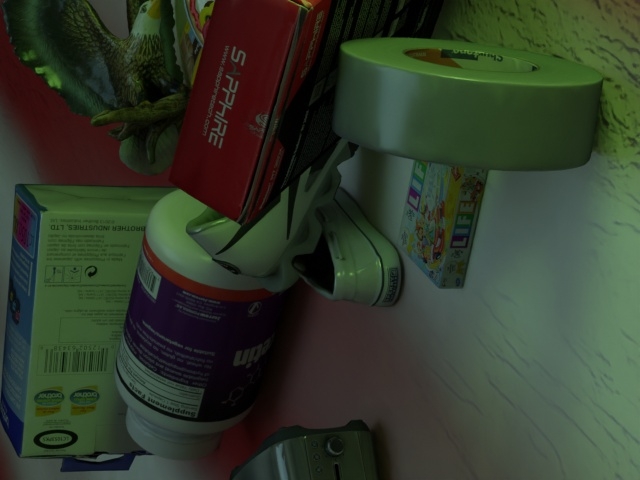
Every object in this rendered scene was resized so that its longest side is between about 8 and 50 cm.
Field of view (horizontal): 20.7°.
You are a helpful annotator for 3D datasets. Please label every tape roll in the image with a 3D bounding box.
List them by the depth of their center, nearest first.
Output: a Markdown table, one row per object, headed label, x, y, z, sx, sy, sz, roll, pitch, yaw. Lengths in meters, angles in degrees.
| label | x | y | z | sx | sy | sz | roll | pitch | yaw |
| --- | --- | --- | --- | --- | --- | --- | --- | --- | --- |
| tape roll | 0.120 | -0.116 | 1.453 | 0.219 | 0.219 | 0.072 | -146 | 59 | -62 |

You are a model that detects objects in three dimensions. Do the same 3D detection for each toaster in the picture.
| label | x | y | z | sx | sy | sz | roll | pitch | yaw |
| --- | --- | --- | --- | --- | --- | --- | --- | --- | --- |
| toaster | -0.016 | 0.293 | 1.884 | 0.227 | 0.129 | 0.146 | 133 | 130 | -56 |

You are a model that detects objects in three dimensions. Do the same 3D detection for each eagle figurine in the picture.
| label | x | y | z | sx | sy | sz | roll | pitch | yaw |
| --- | --- | --- | --- | --- | --- | --- | --- | --- | --- |
| eagle figurine | -0.262 | -0.259 | 2.364 | 0.225 | 0.226 | 0.298 | -46 | 56 | 8 |

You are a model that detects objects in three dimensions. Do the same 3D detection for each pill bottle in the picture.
| label | x | y | z | sx | sy | sz | roll | pitch | yaw |
| --- | --- | --- | --- | --- | --- | --- | --- | --- | --- |
| pill bottle | -0.145 | 0.105 | 2.116 | 0.181 | 0.182 | 0.323 | -118 | 35 | -47 |

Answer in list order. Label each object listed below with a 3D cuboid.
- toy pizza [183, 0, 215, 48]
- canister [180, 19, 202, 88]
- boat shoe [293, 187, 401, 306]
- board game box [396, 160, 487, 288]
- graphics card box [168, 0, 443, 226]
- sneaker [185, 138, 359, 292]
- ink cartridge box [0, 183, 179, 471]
| label | x | y | z | sx | sy | sz | roll | pitch | yaw |
| --- | --- | --- | --- | --- | --- | --- | --- | --- | --- |
| toy pizza | -0.092 | -0.288 | 2.052 | 0.201 | 0.032 | 0.201 | 12 | 110 | 36 |
| canister | -0.121 | -0.218 | 2.199 | 0.126 | 0.073 | 0.170 | 114 | 148 | -43 |
| boat shoe | 0.000 | 0.000 | 1.899 | 0.258 | 0.084 | 0.095 | -146 | 59 | -62 |
| board game box | 0.119 | -0.044 | 1.697 | 0.103 | 0.026 | 0.154 | -131 | 46 | -57 |
| graphics card box | 0.012 | -0.197 | 1.579 | 0.094 | 0.371 | 0.232 | 29 | 129 | 14 |
| sneaker | -0.040 | -0.124 | 1.832 | 0.122 | 0.146 | 0.330 | 2 | 70 | 55 |
| ink cartridge box | -0.270 | 0.133 | 2.290 | 0.151 | 0.270 | 0.395 | -144 | 58 | -64 |
